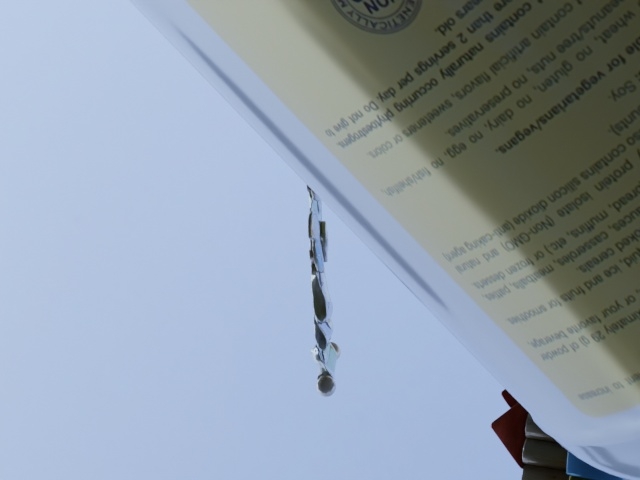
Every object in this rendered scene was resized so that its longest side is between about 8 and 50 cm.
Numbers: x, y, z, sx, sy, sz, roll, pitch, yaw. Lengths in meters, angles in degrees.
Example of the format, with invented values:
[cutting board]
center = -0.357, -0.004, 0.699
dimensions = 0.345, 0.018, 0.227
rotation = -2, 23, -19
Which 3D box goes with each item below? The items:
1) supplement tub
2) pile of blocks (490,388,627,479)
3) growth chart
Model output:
[supplement tub]
center = 0.100, -0.079, 0.601
dimensions = 0.331, 0.241, 0.241
rotation = 46, -133, -10
[pile of blocks]
center = 0.193, 0.090, 1.480
dimensions = 0.113, 0.149, 0.362
rotation = 8, -123, 17
[growth chart]
center = 0.000, 0.000, 1.495
dimensions = 0.021, 0.237, 0.172
rotation = -2, -167, 2
